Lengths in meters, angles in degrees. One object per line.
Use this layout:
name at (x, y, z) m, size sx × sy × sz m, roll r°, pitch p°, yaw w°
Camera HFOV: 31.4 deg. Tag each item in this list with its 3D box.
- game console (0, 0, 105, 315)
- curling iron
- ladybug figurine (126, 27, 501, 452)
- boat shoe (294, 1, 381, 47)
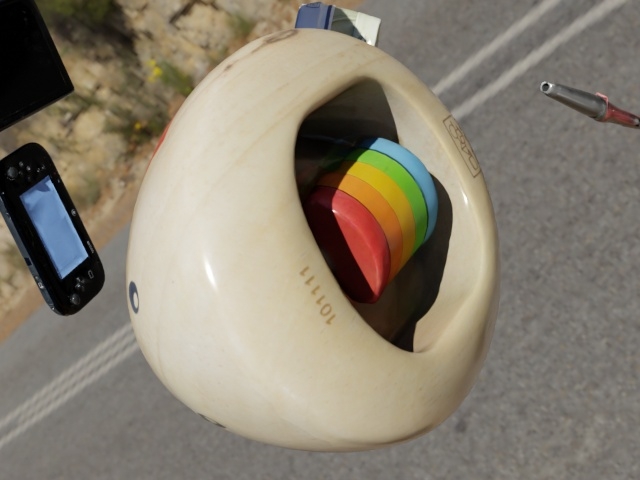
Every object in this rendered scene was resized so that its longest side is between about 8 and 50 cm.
game console at (-0.339, -0.091, 1.318) m, size 0.044 × 0.361 × 0.213 m, roll -9°, pitch 22°, yaw 35°
curling iron at (0.375, -0.174, 1.476) m, size 0.068 × 0.274 × 0.035 m, roll -9°, pitch 74°, yaw 49°
ladybug figurine at (0.000, 0.000, 0.862) m, size 0.162 × 0.305 × 0.449 m, roll -27°, pitch 5°, yaw 30°
boat shoe at (0.006, -0.105, 1.222) m, size 0.109 × 0.094 × 0.302 m, roll -19°, pitch -65°, yaw -82°
